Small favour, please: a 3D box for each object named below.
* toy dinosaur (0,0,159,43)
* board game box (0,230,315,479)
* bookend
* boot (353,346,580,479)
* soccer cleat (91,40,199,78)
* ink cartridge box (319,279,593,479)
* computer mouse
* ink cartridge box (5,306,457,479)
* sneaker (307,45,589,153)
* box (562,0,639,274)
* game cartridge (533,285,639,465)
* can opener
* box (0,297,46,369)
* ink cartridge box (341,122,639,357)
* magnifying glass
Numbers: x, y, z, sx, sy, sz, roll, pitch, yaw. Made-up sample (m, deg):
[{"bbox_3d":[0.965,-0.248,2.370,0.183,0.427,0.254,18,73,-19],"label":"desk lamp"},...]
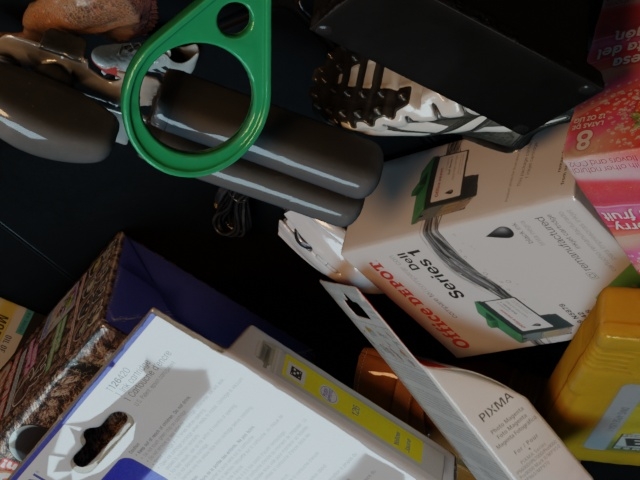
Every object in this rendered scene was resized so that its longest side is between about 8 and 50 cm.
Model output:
[{"bbox_3d":[-0.159,-0.201,0.965,0.200,0.127,0.296,-4,147,23],"label":"toy dinosaur"},{"bbox_3d":[-0.183,0.178,1.423,0.232,0.141,0.291,33,120,-19],"label":"board game box"},{"bbox_3d":[0.086,-0.168,0.862,0.156,0.157,0.072,22,150,-27],"label":"bookend"},{"bbox_3d":[0.134,0.211,1.421,0.220,0.109,0.283,11,145,11],"label":"boot"},{"bbox_3d":[-0.129,-0.137,1.103,0.083,0.029,0.035,4,147,-33],"label":"soccer cleat"},{"bbox_3d":[0.104,0.110,1.203,0.232,0.066,0.189,55,172,-5],"label":"ink cartridge box"},{"bbox_3d":[0.000,0.000,1.245,0.193,0.042,0.106,25,147,-7],"label":"computer mouse"},{"bbox_3d":[-0.093,0.217,1.317,0.307,0.072,0.303,36,120,-12],"label":"ink cartridge box"},{"bbox_3d":[0.095,-0.097,1.009,0.234,0.078,0.106,-4,155,45],"label":"sneaker"},{"bbox_3d":[0.314,-0.071,0.864,0.300,0.142,0.154,-6,141,35],"label":"box"},{"bbox_3d":[0.322,0.119,1.128,0.285,0.053,0.324,5,160,2],"label":"game cartridge"},{"bbox_3d":[-0.098,-0.066,0.998,0.280,0.093,0.074,16,146,-12],"label":"can opener"},{"bbox_3d":[-0.341,0.118,1.562,0.244,0.100,0.060,23,148,-5],"label":"box"},{"bbox_3d":[0.149,0.000,1.111,0.219,0.093,0.160,-15,134,43],"label":"ink cartridge box"},{"bbox_3d":[-0.050,-0.146,0.922,0.092,0.026,0.231,22,105,-19],"label":"magnifying glass"}]
